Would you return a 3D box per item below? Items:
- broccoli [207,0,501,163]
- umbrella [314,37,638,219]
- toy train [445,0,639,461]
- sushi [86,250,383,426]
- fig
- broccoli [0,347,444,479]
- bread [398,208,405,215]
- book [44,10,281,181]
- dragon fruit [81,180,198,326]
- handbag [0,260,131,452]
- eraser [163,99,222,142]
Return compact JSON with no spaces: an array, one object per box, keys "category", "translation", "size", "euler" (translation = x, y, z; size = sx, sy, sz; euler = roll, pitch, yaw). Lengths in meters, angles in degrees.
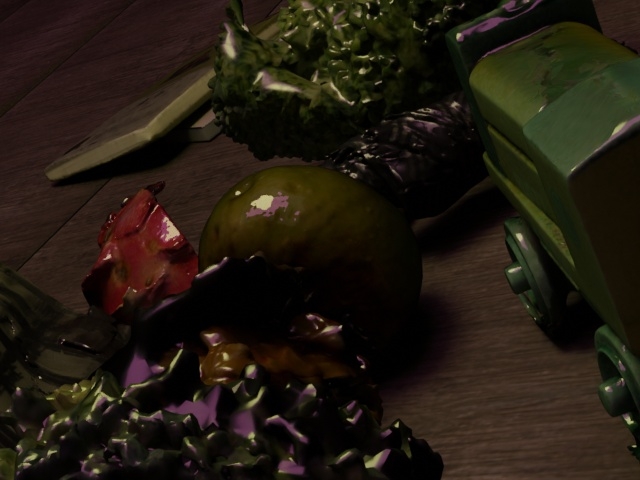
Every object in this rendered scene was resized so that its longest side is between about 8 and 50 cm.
[{"category":"broccoli","translation":[0.078,-0.214,1.557],"size":[0.338,0.317,0.277],"euler":[13,3,26]},{"category":"umbrella","translation":[0.140,-0.085,1.385],"size":[0.336,0.128,0.154],"euler":[-25,12,-15]},{"category":"toy train","translation":[0.205,-0.026,1.044],"size":[0.160,0.253,0.397],"euler":[-25,23,0]},{"category":"sushi","translation":[-0.054,0.134,1.082],"size":[0.200,0.204,0.213],"euler":[-46,-25,26]},{"category":"fig","translation":[-0.002,0.024,1.258],"size":[0.181,0.181,0.191],"euler":[-9,4,36]},{"category":"broccoli","translation":[-0.049,0.243,0.800],"size":[0.293,0.348,0.281],"euler":[13,-11,-2]},{"category":"bread","translation":[0.000,0.000,1.454],"size":[0.139,0.060,0.178],"euler":[-11,27,32]},{"category":"book","translation":[-0.209,-0.201,2.115],"size":[0.239,0.035,0.352],"euler":[-17,22,44]},{"category":"dragon fruit","translation":[-0.169,0.037,1.427],"size":[0.126,0.161,0.274],"euler":[-28,24,-9]},{"category":"handbag","translation":[-0.298,0.109,1.213],"size":[0.162,0.325,0.327],"euler":[-50,2,32]},{"category":"eraser","translation":[-0.132,-0.179,2.032],"size":[0.150,0.023,0.104],"euler":[-41,25,-31]}]
